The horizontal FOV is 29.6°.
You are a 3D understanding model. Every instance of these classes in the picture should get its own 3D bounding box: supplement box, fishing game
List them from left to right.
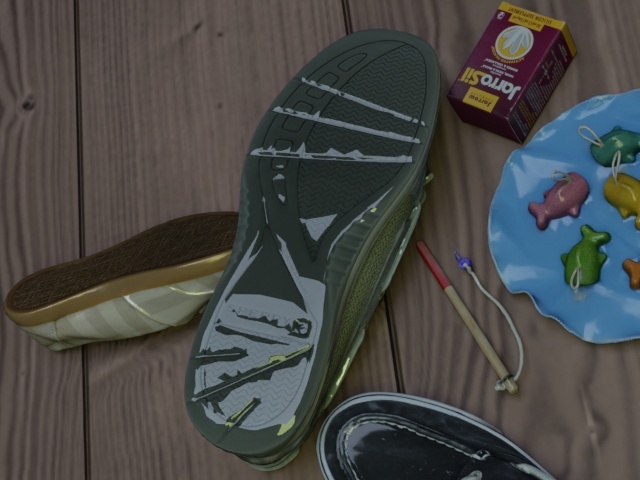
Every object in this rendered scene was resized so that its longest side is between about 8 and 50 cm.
[{"bbox_3d":[0.136,-0.120,0.863,0.055,0.043,0.083,26,81,30],"label":"supplement box"},{"bbox_3d":[0.196,-0.021,0.796,0.264,0.041,0.189,-34,56,8],"label":"fishing game"}]

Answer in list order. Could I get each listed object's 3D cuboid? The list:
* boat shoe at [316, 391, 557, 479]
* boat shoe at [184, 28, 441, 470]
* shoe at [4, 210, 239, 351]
[{"bbox_3d":[0.106,0.178,0.712,0.301,0.102,0.108,36,86,32],"label":"boat shoe"},{"bbox_3d":[0.002,0.002,0.842,0.118,0.103,0.320,14,73,15],"label":"boat shoe"},{"bbox_3d":[-0.130,0.033,0.917,0.219,0.058,0.076,-16,32,13],"label":"shoe"}]
